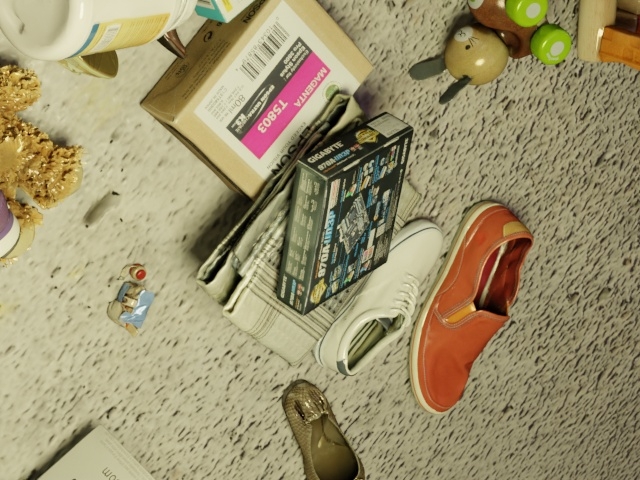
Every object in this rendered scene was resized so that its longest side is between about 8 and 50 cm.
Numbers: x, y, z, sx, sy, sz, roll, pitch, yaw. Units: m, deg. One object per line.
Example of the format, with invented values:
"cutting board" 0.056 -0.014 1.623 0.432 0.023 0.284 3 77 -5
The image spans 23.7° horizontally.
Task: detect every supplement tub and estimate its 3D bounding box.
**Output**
"supplement tub" -0.241 -0.275 1.646 0.200 0.144 0.144 -20 124 -51

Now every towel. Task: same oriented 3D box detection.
"towel" 0.000 0.000 1.980 0.312 0.056 0.324 -52 150 -5

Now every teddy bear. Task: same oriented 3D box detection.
"teddy bear" -0.400 -0.099 1.671 0.338 0.113 0.245 16 112 -45

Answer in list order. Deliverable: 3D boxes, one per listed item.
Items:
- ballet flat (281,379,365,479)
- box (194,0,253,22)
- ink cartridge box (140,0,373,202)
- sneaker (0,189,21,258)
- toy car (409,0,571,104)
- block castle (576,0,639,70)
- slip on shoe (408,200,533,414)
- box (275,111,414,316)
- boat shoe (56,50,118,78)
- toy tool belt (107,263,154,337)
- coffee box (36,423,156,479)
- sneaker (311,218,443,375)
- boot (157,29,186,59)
"ballet flat" 0.012 0.300 2.190 0.084 0.058 0.250 -35 128 -18
"box" -0.063 -0.370 1.793 0.244 0.060 0.100 -44 130 -23
"ink cartridge box" -0.074 -0.191 1.874 0.234 0.088 0.193 -53 130 -6
"sneaker" -0.458 0.013 1.575 0.283 0.107 0.124 -38 136 -18
"toy car" 0.206 -0.265 2.021 0.188 0.155 0.149 -41 131 1
"block castle" 0.600 -0.365 2.159 0.453 0.303 0.212 -15 118 -32
"slip on shoe" 0.220 0.109 2.230 0.123 0.101 0.331 9 106 -41
"box" 0.031 -0.033 1.900 0.175 0.051 0.220 -32 143 -41
"boat shoe" -0.293 -0.224 1.725 0.153 0.048 0.056 24 60 -47
"toy tool belt" -0.229 0.076 1.905 0.052 0.051 0.083 14 102 -40
"coffee box" -0.242 0.509 1.872 0.334 0.338 0.338 -41 130 -12
"sneaker" 0.098 0.087 2.131 0.258 0.091 0.094 -52 131 -5
"boot" -0.158 -0.286 1.801 0.114 0.037 0.106 -49 130 -14
